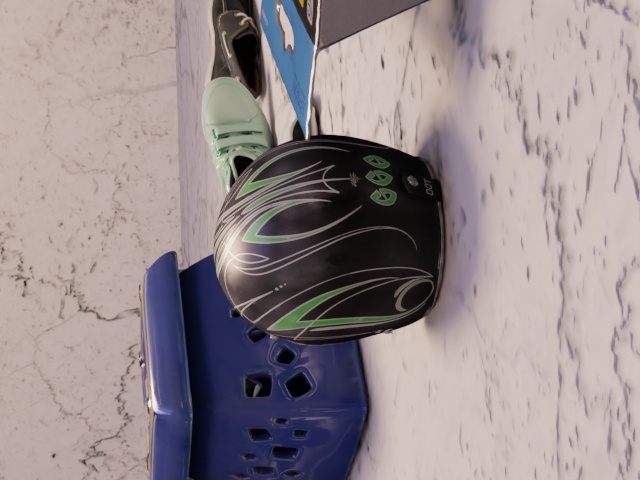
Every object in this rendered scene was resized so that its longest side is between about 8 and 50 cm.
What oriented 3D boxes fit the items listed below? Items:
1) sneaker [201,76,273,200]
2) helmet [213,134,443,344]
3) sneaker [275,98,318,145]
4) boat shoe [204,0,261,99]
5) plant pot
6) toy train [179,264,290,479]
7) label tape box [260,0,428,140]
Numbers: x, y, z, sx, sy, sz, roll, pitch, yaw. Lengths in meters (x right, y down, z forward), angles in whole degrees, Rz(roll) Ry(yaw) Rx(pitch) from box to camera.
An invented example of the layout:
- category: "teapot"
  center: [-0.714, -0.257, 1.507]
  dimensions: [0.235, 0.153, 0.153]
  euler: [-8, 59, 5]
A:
- category: "sneaker"
  center: [-0.102, -0.128, 1.515]
  dimensions: [0.151, 0.094, 0.256]
  euler: [104, 151, -73]
- category: "helmet"
  center: [0.000, 0.000, 0.851]
  dimensions: [0.169, 0.161, 0.169]
  euler: [177, 90, -79]
- category: "sneaker"
  center: [-0.027, -0.086, 1.260]
  dimensions: [0.061, 0.053, 0.152]
  euler: [-172, 80, -76]
- category: "boat shoe"
  center: [-0.121, -0.306, 1.684]
  dimensions: [0.079, 0.084, 0.233]
  euler: [-19, 62, 39]
- category: "plant pot"
  center: [-0.084, 0.143, 1.194]
  dimensions: [0.236, 0.212, 0.236]
  euler: [102, 161, -52]
- category: "toy train"
  center: [-0.118, 0.164, 1.428]
  dimensions: [0.142, 0.190, 0.334]
  euler: [98, 165, -45]
- category: "label tape box"
  center: [0.026, -0.274, 0.795]
  dimensions: [0.241, 0.105, 0.334]
  euler: [-109, 18, -56]
